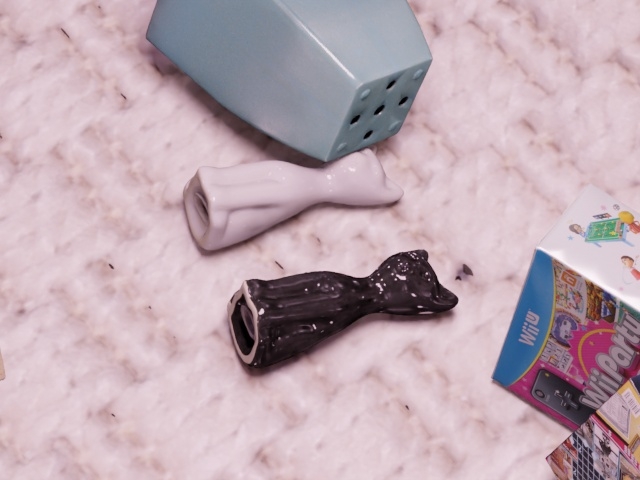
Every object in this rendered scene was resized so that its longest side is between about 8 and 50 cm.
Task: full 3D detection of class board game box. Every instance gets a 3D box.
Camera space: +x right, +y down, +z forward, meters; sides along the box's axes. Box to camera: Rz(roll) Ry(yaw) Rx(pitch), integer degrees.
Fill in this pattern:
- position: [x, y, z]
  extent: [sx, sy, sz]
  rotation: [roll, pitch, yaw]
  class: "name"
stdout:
- position: [0.298, 0.248, 1.617]
  extent: [0.042, 0.165, 0.243]
  rotation: [-18, 69, -31]
  class: "board game box"
- position: [0.315, 0.116, 1.678]
  extent: [0.303, 0.224, 0.097]
  rotation: [33, 58, 16]
  class: "board game box"

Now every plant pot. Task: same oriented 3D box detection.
- position: [-0.016, -0.200, 1.849]
  extent: [0.165, 0.165, 0.234]
  rotation: [-24, 60, -39]
  class: "plant pot"

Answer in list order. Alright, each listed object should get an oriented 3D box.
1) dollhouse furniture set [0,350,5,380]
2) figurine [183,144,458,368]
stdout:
- position: [-0.364, 0.116, 1.616]
  extent: [0.135, 0.262, 0.259]
  rotation: [-14, 98, -24]
  class: "dollhouse furniture set"
- position: [0.000, 0.000, 1.814]
  extent: [0.209, 0.092, 0.215]
  rotation: [-12, 60, -21]
  class: "figurine"
